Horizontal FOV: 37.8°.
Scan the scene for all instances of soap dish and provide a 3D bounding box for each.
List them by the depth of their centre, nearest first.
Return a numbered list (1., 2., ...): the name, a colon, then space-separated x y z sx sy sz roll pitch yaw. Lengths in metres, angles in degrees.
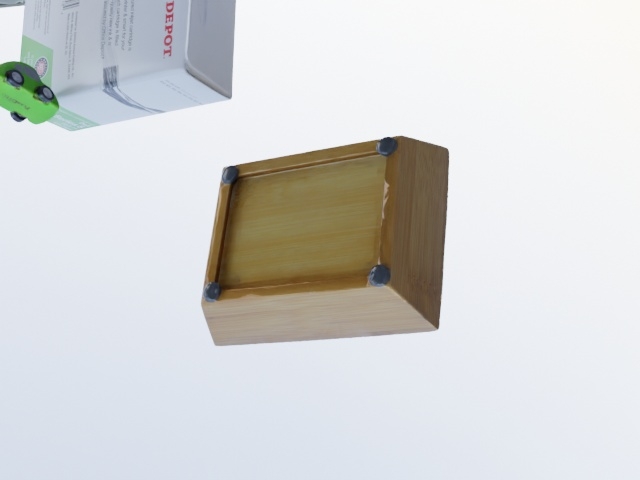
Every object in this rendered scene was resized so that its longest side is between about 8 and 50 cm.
1. soap dish: 0.000 0.000 1.088 0.118 0.291 0.229 43 -133 -51

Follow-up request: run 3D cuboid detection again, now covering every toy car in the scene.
1. toy car: -0.410 -0.208 1.102 0.225 0.239 0.053 29 -137 -45

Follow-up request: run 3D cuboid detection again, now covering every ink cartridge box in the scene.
1. ink cartridge box: -0.252 -0.269 1.225 0.115 0.273 0.198 26 -119 -60

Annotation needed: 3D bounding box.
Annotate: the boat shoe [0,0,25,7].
1. boat shoe: -0.536 -0.390 1.332 0.113 0.302 0.103 86 -178 -84
